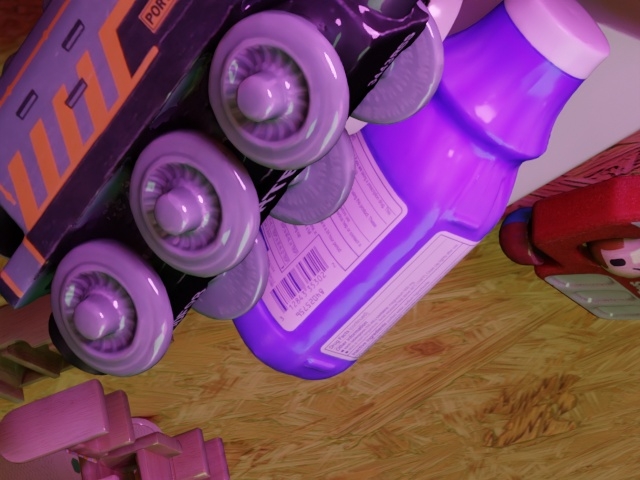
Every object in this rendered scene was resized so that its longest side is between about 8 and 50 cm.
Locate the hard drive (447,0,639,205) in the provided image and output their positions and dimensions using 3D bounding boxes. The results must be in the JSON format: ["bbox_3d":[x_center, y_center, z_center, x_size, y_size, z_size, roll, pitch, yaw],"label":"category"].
[{"bbox_3d":[0.087,-0.074,1.234,0.233,0.047,0.353,12,146,-45],"label":"hard drive"}]

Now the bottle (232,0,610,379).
[{"bbox_3d":[0.055,-0.039,1.037,0.092,0.118,0.283,20,124,-41],"label":"bottle"}]

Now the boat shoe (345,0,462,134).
[{"bbox_3d":[-0.064,-0.074,1.038,0.113,0.127,0.340,31,128,-25],"label":"boat shoe"}]

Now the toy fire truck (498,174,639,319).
[{"bbox_3d":[0.292,0.013,1.431,0.254,0.169,0.302,-6,162,30],"label":"toy fire truck"}]

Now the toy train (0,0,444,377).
[{"bbox_3d":[-0.077,-0.073,0.906,0.142,0.190,0.334,-29,163,-52],"label":"toy train"}]

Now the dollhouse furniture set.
[{"bbox_3d":[-0.194,0.168,1.371,0.161,0.242,0.212,-21,155,16],"label":"dollhouse furniture set"}]

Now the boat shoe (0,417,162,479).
[{"bbox_3d":[-0.268,0.235,1.678,0.233,0.084,0.079,-8,156,-22],"label":"boat shoe"}]
